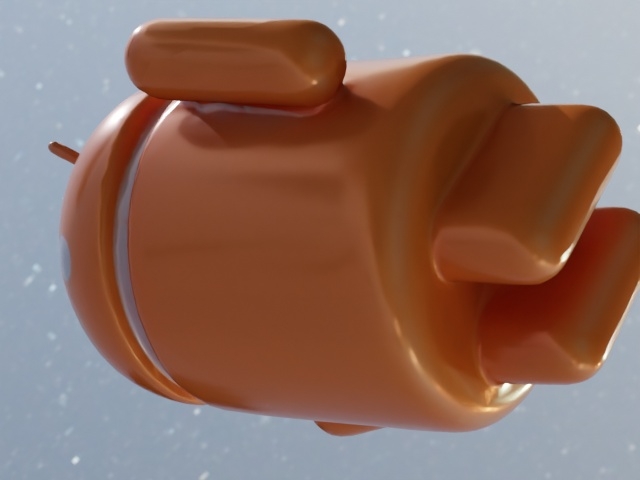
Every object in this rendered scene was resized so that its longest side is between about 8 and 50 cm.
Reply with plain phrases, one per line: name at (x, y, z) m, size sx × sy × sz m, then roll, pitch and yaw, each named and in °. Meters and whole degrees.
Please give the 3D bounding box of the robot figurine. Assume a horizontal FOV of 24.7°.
robot figurine at (0.000, 0.002, 0.511) m, size 0.158 × 0.219 × 0.128 m, roll 19°, pitch -104°, yaw -54°
